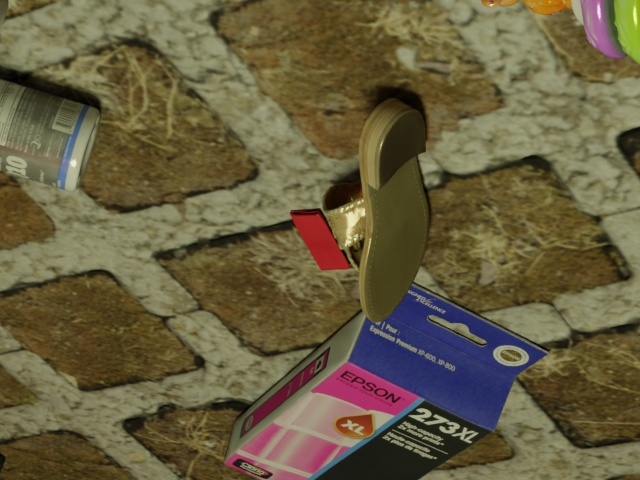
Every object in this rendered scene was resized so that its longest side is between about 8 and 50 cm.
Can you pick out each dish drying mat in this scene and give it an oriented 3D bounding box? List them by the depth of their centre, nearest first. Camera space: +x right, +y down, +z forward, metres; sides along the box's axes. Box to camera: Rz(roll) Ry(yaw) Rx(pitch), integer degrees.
[{"bbox_3d":[0.000,0.000,1.501,0.032,0.008,0.083,-4,141,24],"label":"dish drying mat"}]

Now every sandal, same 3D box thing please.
[{"bbox_3d":[0.040,-0.038,1.403,0.079,0.088,0.240,34,145,28],"label":"sandal"}]

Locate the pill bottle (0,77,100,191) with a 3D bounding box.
[{"bbox_3d":[-0.267,-0.097,1.402,0.137,0.078,0.078,17,144,-3],"label":"pill bottle"}]

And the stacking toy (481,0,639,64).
[{"bbox_3d":[0.232,-0.175,1.094,0.301,0.175,0.166,7,146,29],"label":"stacking toy"}]

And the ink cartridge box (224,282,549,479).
[{"bbox_3d":[0.058,0.175,1.671,0.175,0.069,0.371,27,140,-16],"label":"ink cartridge box"}]

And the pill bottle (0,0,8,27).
[{"bbox_3d":[-0.385,-0.203,1.241,0.264,0.153,0.153,30,141,-21],"label":"pill bottle"}]

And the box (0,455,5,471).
[{"bbox_3d":[-0.437,0.269,1.964,0.062,0.052,0.083,-10,138,31],"label":"box"}]
